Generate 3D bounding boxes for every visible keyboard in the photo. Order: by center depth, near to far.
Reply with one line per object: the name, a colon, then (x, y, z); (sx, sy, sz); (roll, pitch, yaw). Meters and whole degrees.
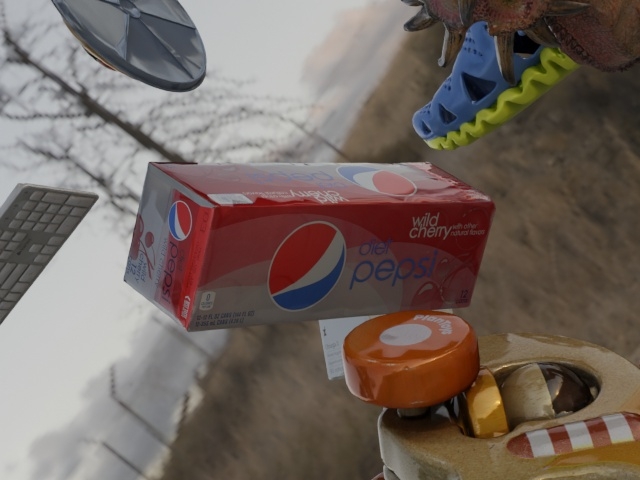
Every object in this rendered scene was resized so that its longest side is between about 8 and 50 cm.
keyboard: (-0.273, 0.043, 1.076); (0.072, 0.014, 0.256); (13, -49, -43)

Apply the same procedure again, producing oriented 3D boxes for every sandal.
sandal: (0.202, -0.212, 1.378); (0.317, 0.138, 0.126); (-40, -1, 38)

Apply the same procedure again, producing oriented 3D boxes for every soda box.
soda box: (0.000, 0.000, 0.928); (0.263, 0.083, 0.092); (-3, -66, -40)

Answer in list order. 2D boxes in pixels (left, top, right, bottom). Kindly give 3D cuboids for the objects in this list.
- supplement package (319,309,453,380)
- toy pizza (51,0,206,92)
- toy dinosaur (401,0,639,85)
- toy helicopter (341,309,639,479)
supplement package: (0.060, 0.045, 1.372); (0.105, 0.179, 0.105); (-4, -12, -29)
toy pizza: (-0.195, -0.216, 1.293); (0.032, 0.201, 0.201); (-42, 2, 27)
toy dinosaur: (0.152, -0.163, 0.809); (0.127, 0.296, 0.200); (-17, 56, 48)
toy helicopter: (0.190, 0.124, 0.765); (0.235, 0.140, 0.355); (-19, 22, -31)
